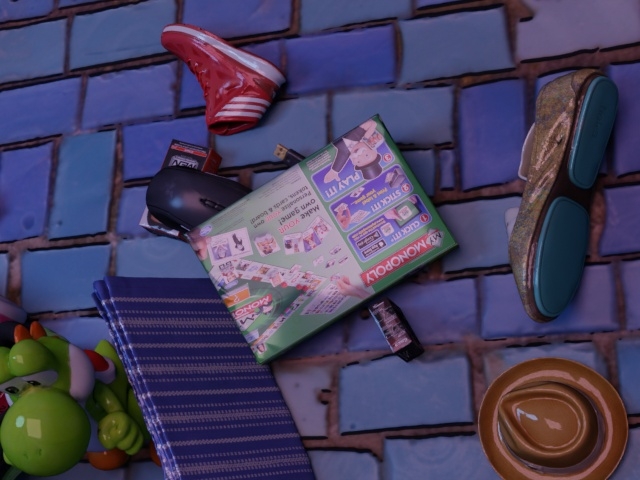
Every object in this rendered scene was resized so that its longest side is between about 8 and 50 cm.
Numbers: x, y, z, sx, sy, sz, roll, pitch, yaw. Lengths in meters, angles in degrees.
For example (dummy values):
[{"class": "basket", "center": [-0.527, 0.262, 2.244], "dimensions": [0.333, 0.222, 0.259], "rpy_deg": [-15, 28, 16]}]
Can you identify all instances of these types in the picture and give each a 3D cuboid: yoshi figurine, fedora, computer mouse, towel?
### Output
[{"class": "yoshi figurine", "center": [-0.316, 0.246, 1.754], "dimensions": [0.203, 0.362, 0.203], "rpy_deg": [39, 87, 30]}, {"class": "fedora", "center": [0.284, 0.229, 1.685], "dimensions": [0.194, 0.079, 0.194], "rpy_deg": [-7, 70, 20]}, {"class": "computer mouse", "center": [-0.117, -0.071, 1.925], "dimensions": [0.262, 0.060, 0.184], "rpy_deg": [28, 83, 13]}, {"class": "towel", "center": [-0.158, 0.189, 1.798], "dimensions": [0.040, 0.243, 0.336], "rpy_deg": [-44, 59, 35]}]

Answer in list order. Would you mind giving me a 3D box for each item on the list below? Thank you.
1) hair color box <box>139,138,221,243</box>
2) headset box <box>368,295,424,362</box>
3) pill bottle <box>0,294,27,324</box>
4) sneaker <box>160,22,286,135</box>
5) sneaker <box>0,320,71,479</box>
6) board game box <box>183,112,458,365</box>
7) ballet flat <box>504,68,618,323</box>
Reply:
[{"class": "hair color box", "center": [-0.207, -0.074, 1.999], "dimensions": [0.072, 0.043, 0.141], "rpy_deg": [15, 79, 23]}, {"class": "headset box", "center": [0.104, 0.123, 1.801], "dimensions": [0.032, 0.062, 0.083], "rpy_deg": [-32, 65, 9]}, {"class": "pill bottle", "center": [-0.570, 0.192, 1.989], "dimensions": [0.160, 0.160, 0.283], "rpy_deg": [27, 84, 27]}, {"class": "sneaker", "center": [-0.171, -0.238, 2.017], "dimensions": [0.221, 0.087, 0.128], "rpy_deg": [24, 81, 28]}, {"class": "sneaker", "center": [-0.517, 0.314, 1.860], "dimensions": [0.185, 0.202, 0.483], "rpy_deg": [14, 64, 32]}, {"class": "board game box", "center": [0.000, 0.000, 1.849], "dimensions": [0.317, 0.046, 0.213], "rpy_deg": [-31, 82, 5]}, {"class": "ballet flat", "center": [0.300, -0.060, 1.767], "dimensions": [0.123, 0.123, 0.349], "rpy_deg": [11, 78, 24]}]
